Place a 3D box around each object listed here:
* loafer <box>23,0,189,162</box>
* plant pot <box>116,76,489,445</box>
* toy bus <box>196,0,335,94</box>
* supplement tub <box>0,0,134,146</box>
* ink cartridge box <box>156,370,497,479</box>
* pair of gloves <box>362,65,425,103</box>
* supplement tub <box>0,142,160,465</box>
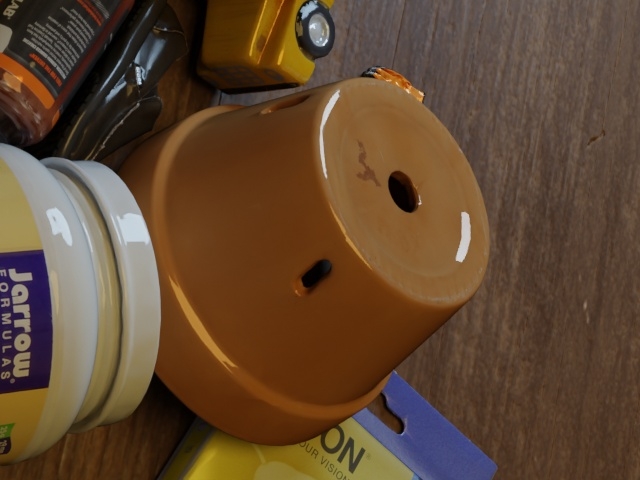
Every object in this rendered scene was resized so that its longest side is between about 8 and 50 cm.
[{"bbox_3d":[-0.168,-0.110,1.440,0.078,0.080,0.220,42,64,-25],"label":"loafer"},{"bbox_3d":[0.000,0.000,1.416,0.291,0.203,0.291,26,51,-37],"label":"plant pot"},{"bbox_3d":[-0.037,-0.299,1.523,0.130,0.108,0.332,34,64,-44],"label":"toy bus"},{"bbox_3d":[-0.236,-0.149,1.384,0.106,0.106,0.198,41,62,-23],"label":"supplement tub"},{"bbox_3d":[0.011,0.236,1.527,0.303,0.072,0.307,43,65,-21],"label":"ink cartridge box"},{"bbox_3d":[0.064,-0.121,1.646,0.074,0.010,0.083,26,70,-29],"label":"pair of gloves"},{"bbox_3d":[-0.306,0.052,1.226,0.331,0.241,0.241,-5,87,-35],"label":"supplement tub"}]
